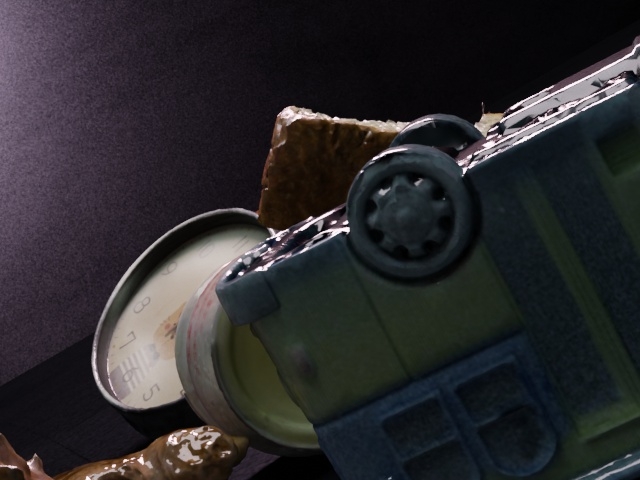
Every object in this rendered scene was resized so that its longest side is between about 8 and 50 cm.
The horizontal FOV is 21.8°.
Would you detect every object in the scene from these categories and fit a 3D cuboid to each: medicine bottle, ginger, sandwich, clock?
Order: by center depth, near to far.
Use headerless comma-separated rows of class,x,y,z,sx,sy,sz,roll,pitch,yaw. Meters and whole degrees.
ginger,-0.175,0.200,1.140,0.166,0.080,0.333,-13,-13,-43
medicine bottle,-0.022,0.074,1.150,0.147,0.147,0.143,-29,4,-14
sandwich,0.102,-0.040,1.195,0.288,0.099,0.254,7,11,-3
clock,-0.111,0.072,1.506,0.226,0.049,0.226,-25,43,26

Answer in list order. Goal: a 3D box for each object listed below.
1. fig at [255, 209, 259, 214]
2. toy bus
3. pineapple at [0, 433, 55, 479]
fig,0.001,0.002,1.641,0.274,0.145,0.170,-43,8,-6
toy bus,0.129,0.010,0.768,0.312,0.190,0.152,-26,6,14
pineapple,-0.235,0.120,0.745,0.202,0.362,0.202,-42,5,4
